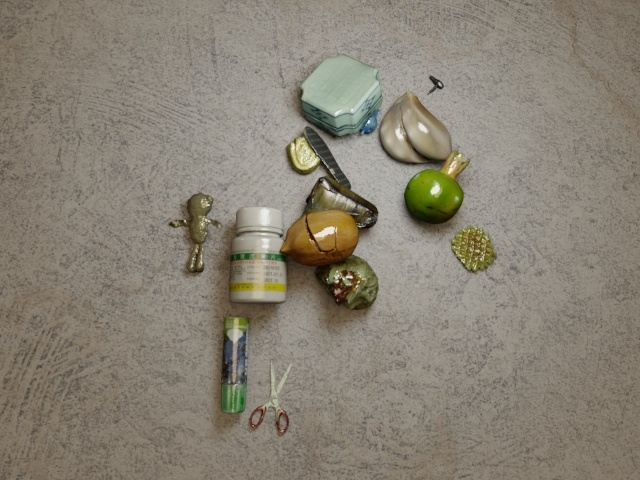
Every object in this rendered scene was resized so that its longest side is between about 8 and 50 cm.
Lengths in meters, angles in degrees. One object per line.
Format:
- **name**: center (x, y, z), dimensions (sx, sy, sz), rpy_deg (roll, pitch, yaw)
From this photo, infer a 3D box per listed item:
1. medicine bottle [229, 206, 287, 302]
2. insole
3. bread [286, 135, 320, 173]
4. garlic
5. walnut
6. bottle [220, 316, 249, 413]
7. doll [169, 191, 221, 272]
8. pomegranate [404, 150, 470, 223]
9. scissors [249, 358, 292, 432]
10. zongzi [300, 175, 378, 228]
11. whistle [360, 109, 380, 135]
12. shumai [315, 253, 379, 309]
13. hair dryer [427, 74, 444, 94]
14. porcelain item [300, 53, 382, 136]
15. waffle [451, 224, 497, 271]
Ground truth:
- **medicine bottle**: center (-0.226, 0.060, 1.554), dimensions (0.208, 0.208, 0.340), rpy_deg (1, 80, -6)
- **insole**: center (0.030, -0.333, 1.719), dimensions (0.309, 0.012, 0.110), rpy_deg (58, 36, 2)
- **bread**: center (-0.069, -0.347, 1.719), dimensions (0.117, 0.064, 0.156), rpy_deg (-17, 81, -13)
- **garlic**: center (0.398, -0.413, 1.747), dimensions (0.340, 0.246, 0.231), rpy_deg (42, 123, -13)
- **walnut**: center (0.000, 0.000, 1.513), dimensions (0.297, 0.203, 0.203), rpy_deg (-19, 82, -16)
- **bottle**: center (-0.310, 0.445, 1.535), dimensions (0.093, 0.093, 0.330), rpy_deg (1, 80, -6)
- **doll**: center (-0.455, -0.036, 1.609), dimensions (0.202, 0.091, 0.286), rpy_deg (-30, 71, 22)
- **pomegranate**: center (0.468, -0.209, 1.659), dimensions (0.236, 0.236, 0.302), rpy_deg (35, 105, 1)
- **scissors**: center (-0.168, 0.571, 1.568), dimensions (0.144, 0.017, 0.248), rpy_deg (12, 77, -5)
- **zongzi**: center (0.048, -0.065, 1.659), dimensions (0.286, 0.138, 0.300), rpy_deg (31, 92, -8)
- **whistle**: center (0.203, -0.504, 1.766), dimensions (0.090, 0.090, 0.158), rpy_deg (26, 79, -1)
- **shumai**: center (0.110, 0.149, 1.575), dimensions (0.255, 0.218, 0.189), rpy_deg (33, 91, 1)
- **hair dryer**: center (0.490, -0.677, 1.861), dimensions (0.083, 0.031, 0.079), rpy_deg (-44, 76, -4)
- **porcelain item**: center (0.084, -0.577, 1.699), dimensions (0.281, 0.157, 0.286), rpy_deg (33, 76, 22)
- **waffle**: center (0.632, 0.031, 1.742), dimensions (0.169, 0.036, 0.183), rpy_deg (-31, 85, -12)
